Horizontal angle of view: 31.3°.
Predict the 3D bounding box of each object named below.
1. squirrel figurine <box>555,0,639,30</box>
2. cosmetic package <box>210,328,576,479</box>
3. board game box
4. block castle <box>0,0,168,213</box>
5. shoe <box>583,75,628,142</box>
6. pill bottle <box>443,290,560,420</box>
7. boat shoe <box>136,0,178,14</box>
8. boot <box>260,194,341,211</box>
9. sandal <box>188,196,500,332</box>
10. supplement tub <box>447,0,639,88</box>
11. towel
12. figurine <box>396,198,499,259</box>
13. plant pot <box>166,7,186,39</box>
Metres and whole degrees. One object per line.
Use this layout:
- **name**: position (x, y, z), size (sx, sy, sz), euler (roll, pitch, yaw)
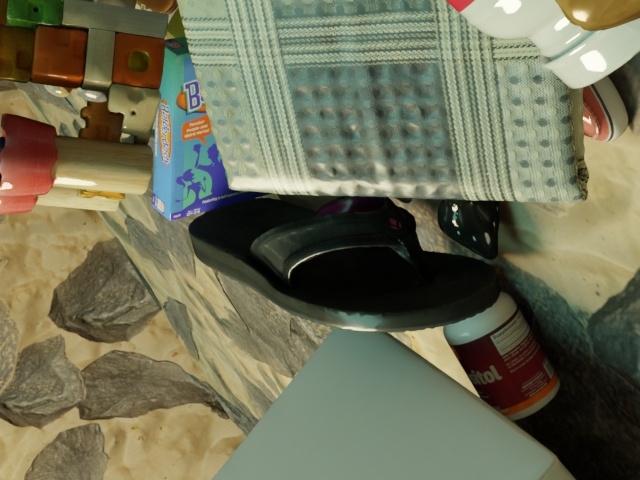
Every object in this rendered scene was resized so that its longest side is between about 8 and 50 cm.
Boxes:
- **squirrel figurine**: position (0.180, -0.317, 0.355), size (0.397, 0.281, 0.370), euler (-32, 82, 57)
- **cosmetic package**: position (0.122, 0.358, 1.261), size (0.329, 0.327, 0.394), euler (34, 172, 47)
- **board game box**: position (-0.114, -0.139, 1.328), size (0.047, 0.160, 0.210), euler (38, 134, 41)
- **block castle**: position (-0.299, -0.258, 1.278), size (0.303, 0.212, 0.453), euler (172, 103, -71)
- **shoe**: position (0.155, -0.131, 0.903), size (0.178, 0.081, 0.063), euler (50, 161, 16)
- **pill bottle**: position (0.186, 0.111, 1.227), size (0.152, 0.086, 0.086), euler (59, 161, -9)
- **boat shoe**: position (-0.241, -0.376, 1.498), size (0.207, 0.073, 0.073), euler (54, -161, 14)
- **boot**: position (-0.014, -0.089, 1.402), size (0.246, 0.083, 0.161), euler (34, 144, 42)
- **sandal**: position (-0.003, 0.001, 1.245), size (0.445, 0.167, 0.107), euler (16, 125, 46)
- **supplement tub**: position (0.100, -0.236, 0.630), size (0.272, 0.191, 0.191), euler (42, 162, -6)
- **towel**: position (0.039, -0.177, 0.855), size (0.312, 0.056, 0.324), euler (3, 123, 23)
- **figurine**: position (0.088, -0.095, 1.133), size (0.215, 0.092, 0.209), euler (38, 159, 43)
- **plant pot**: position (-0.144, -0.254, 1.427), size (0.081, 0.083, 0.081), euler (43, 158, 34)
